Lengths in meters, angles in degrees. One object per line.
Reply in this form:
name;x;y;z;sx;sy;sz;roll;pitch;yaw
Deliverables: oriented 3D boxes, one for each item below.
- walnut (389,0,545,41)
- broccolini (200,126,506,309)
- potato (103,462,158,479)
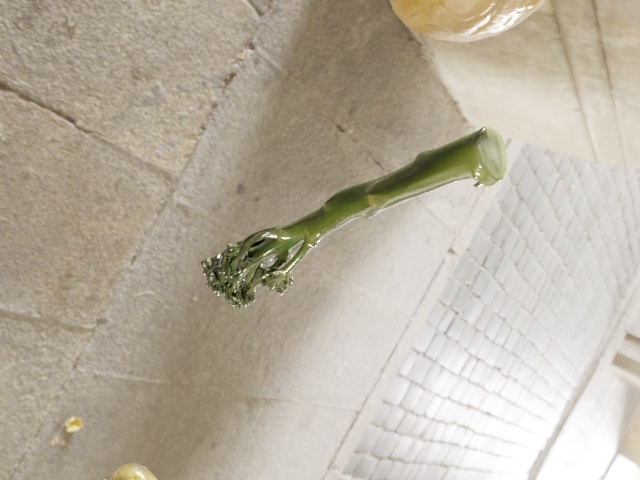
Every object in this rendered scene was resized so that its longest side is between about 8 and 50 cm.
walnut;0.133;-0.281;0.558;0.193;0.226;0.193;-1;92;-16
broccolini;0.005;0.000;0.580;0.079;0.392;0.074;-26;93;-37
potato;-0.150;0.207;0.498;0.046;0.045;0.092;-9;139;-47
